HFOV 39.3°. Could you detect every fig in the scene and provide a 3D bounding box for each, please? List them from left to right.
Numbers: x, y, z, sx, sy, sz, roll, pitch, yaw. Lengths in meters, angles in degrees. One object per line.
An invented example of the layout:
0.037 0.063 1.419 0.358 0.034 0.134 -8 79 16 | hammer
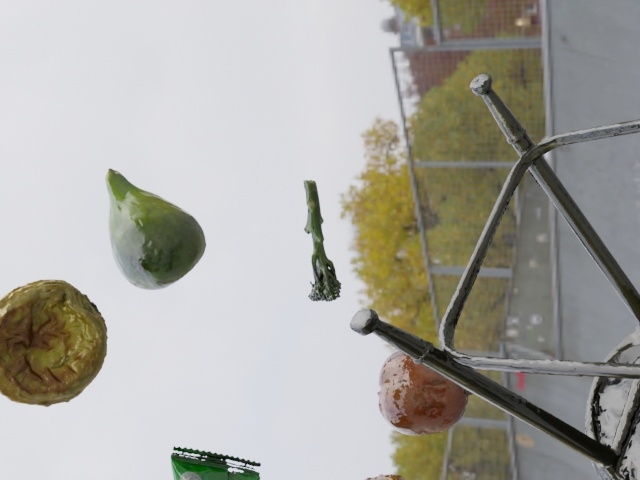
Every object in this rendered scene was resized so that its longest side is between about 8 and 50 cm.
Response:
-0.379 -0.032 1.904 0.275 0.206 0.206 53 -151 -10 | fig

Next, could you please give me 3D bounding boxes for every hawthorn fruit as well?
0.173 0.241 1.437 0.149 0.189 0.149 13 -106 -52 | hawthorn fruit

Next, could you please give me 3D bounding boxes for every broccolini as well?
0.002 0.000 1.547 0.067 0.058 0.216 -167 70 -64 | broccolini

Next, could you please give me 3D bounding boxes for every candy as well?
-0.153 0.398 1.261 0.141 0.078 0.203 29 -126 -36 | candy

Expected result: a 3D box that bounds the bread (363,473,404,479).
0.011 0.482 1.492 0.109 0.380 0.185 48 -128 -6 | bread

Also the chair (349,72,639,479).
0.341 0.068 0.906 0.410 0.362 0.364 50 -126 -30 | chair

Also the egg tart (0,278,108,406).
-0.510 0.187 1.652 0.241 0.106 0.240 -1 -87 -31 | egg tart
